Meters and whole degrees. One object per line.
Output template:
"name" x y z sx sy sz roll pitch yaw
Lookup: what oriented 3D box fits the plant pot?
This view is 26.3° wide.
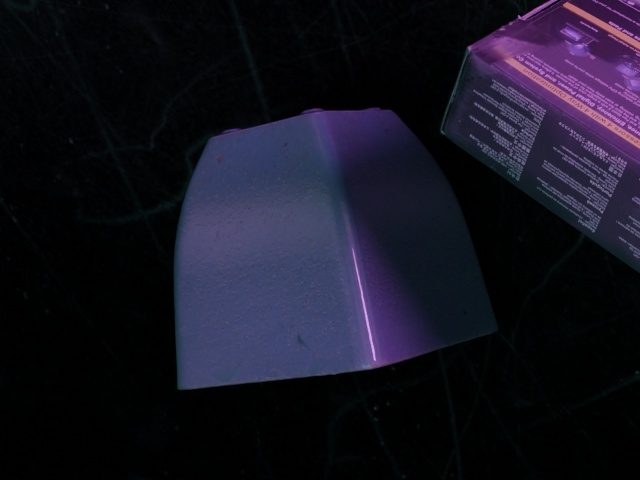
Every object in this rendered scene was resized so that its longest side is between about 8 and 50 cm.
"plant pot" 0.000 0.000 1.394 0.247 0.248 0.252 -11 88 35

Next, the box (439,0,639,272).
"box" 0.342 -0.070 1.050 0.395 0.318 0.097 37 135 22
